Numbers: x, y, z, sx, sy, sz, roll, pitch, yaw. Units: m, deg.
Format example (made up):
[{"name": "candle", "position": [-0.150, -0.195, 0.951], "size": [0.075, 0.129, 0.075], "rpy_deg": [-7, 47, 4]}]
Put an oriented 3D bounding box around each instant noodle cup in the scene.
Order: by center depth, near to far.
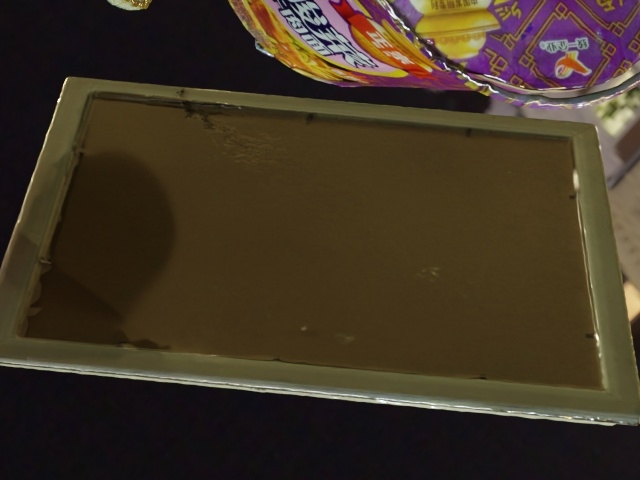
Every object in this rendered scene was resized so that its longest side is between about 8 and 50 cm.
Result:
[{"name": "instant noodle cup", "position": [0.084, -0.254, 1.096], "size": [0.340, 0.266, 0.340], "rpy_deg": [0, -89, -30]}]

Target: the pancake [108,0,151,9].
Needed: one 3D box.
[{"name": "pancake", "position": [-0.075, -0.133, 0.548], "size": [0.017, 0.108, 0.108], "rpy_deg": [0, -141, 9]}]

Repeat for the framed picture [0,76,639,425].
[{"name": "framed picture", "position": [0.000, 0.000, 0.738], "size": [0.296, 0.019, 0.232], "rpy_deg": [6, -141, 1]}]
